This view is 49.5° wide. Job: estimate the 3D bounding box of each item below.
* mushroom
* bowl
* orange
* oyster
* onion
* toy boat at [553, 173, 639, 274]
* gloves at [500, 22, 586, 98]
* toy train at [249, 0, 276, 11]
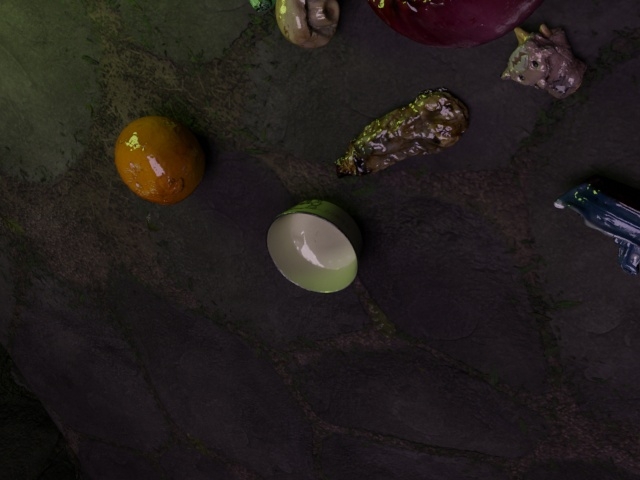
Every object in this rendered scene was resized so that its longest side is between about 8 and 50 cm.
[{"bbox_3d":[-0.020,-0.438,1.325,0.112,0.148,0.148,10,130,43],"label":"mushroom"},{"bbox_3d":[0.000,0.000,1.649,0.238,0.126,0.237,15,129,19],"label":"bowl"},{"bbox_3d":[-0.384,-0.194,1.671,0.219,0.193,0.219,32,137,35],"label":"orange"},{"bbox_3d":[0.156,-0.201,1.456,0.345,0.078,0.128,-24,119,36],"label":"oyster"},{"bbox_3d":[0.220,-0.464,1.067,0.358,0.358,0.345,5,168,26],"label":"onion"},{"bbox_3d":[0.589,-0.013,1.310,0.309,0.129,0.142,28,118,9],"label":"toy boat"},{"bbox_3d":[0.396,-0.311,1.224,0.144,0.094,0.110,20,143,4],"label":"gloves"},{"bbox_3d":[-0.093,-0.517,1.342,0.099,0.081,0.149,61,145,13],"label":"toy train"}]
